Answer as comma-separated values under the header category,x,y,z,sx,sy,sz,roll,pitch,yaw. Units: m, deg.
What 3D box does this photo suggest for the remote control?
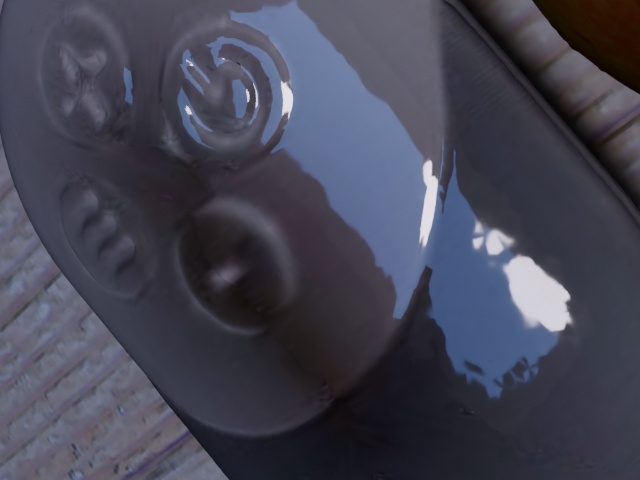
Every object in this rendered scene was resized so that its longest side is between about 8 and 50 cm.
category,x,y,z,sx,sy,sz,roll,pitch,yaw
remote control,0.000,0.000,0.592,0.332,0.103,0.221,49,130,5

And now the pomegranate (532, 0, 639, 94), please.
category,x,y,z,sx,sy,sz,roll,pitch,yaw
pomegranate,0.153,-0.113,0.408,0.246,0.198,0.198,16,128,-19
